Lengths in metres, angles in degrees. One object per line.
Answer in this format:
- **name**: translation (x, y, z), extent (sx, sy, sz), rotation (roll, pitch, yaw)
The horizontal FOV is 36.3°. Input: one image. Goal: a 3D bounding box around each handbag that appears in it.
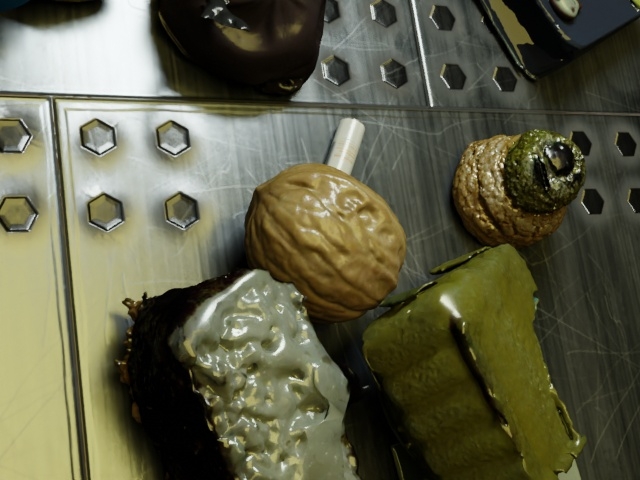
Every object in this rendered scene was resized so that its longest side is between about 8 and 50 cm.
- **handbag**: translation (0.398, -0.462, 1.606), extent (0.329, 0.122, 0.303), rotation (-32, 90, -31)

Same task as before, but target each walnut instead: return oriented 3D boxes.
- **walnut**: translation (0.000, 0.000, 1.232), extent (0.213, 0.213, 0.213), rotation (8, 72, -24)

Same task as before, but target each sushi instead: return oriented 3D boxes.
- **sushi**: translation (-0.079, 0.200, 1.132), extent (0.234, 0.207, 0.348), rotation (-19, 89, -41)

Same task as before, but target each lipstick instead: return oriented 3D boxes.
- **lipstick**: translation (0.025, -0.103, 1.358), extent (0.040, 0.040, 0.141), rotation (26, 66, -18)

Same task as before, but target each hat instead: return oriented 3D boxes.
- **hat**: translation (-0.096, -0.370, 1.282), extent (0.238, 0.209, 0.336), rotation (-20, 83, -27)

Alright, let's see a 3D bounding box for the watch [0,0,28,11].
- **watch**: translation (-0.408, -0.375, 1.147), extent (0.171, 0.196, 0.200), rotation (20, 43, -61)

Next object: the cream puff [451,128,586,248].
- **cream puff**: translation (0.303, -0.086, 1.418), extent (0.183, 0.169, 0.183), rotation (7, 73, -26)

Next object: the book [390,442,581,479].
- **book**: translation (0.241, 0.337, 1.344), extent (0.289, 0.026, 0.201), rotation (-11, 80, -28)

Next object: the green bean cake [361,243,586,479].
- **green bean cake**: translation (0.198, 0.184, 1.261), extent (0.285, 0.202, 0.310), rotation (-21, 85, -56)
